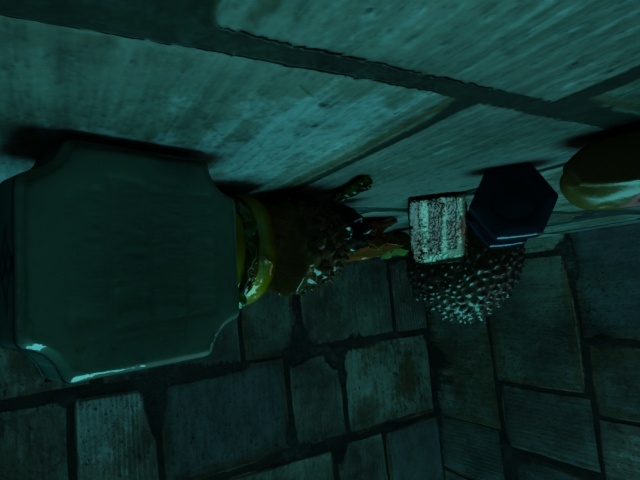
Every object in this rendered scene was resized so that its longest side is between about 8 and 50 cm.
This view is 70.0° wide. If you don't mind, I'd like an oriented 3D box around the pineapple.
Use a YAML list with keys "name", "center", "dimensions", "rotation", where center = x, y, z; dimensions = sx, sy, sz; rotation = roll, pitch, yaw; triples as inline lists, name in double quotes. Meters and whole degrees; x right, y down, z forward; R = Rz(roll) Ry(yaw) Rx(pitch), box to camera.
- name: "pineapple"
  center: [0.000, -0.002, 1.036]
  dimensions: [0.223, 0.222, 0.357]
  rotation: [-9, -178, 35]

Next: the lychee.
- name: "lychee"
  center: [0.497, 0.095, 1.605]
  dimensions: [0.432, 0.380, 0.380]
  rotation: [-38, 158, 26]

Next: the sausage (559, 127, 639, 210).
- name: "sausage"
  center: [0.491, -0.111, 0.689]
  dimensions: [0.241, 0.120, 0.136]
  rotation: [-9, 162, 40]

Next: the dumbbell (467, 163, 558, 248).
- name: "dumbbell"
  center: [0.404, -0.061, 0.993]
  dimensions: [0.144, 0.160, 0.325]
  rotation: [-39, 166, 10]

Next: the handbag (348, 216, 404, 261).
- name: "handbag"
  center: [0.021, 0.026, 1.462]
  dimensions: [0.411, 0.116, 0.303]
  rotation: [-12, 174, -19]

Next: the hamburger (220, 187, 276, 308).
- name: "hamburger"
  center: [-0.203, 0.018, 0.846]
  dimensions: [0.170, 0.245, 0.246]
  rotation: [3, 170, -43]

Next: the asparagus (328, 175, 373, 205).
- name: "asparagus"
  center: [0.053, -0.095, 0.908]
  dimensions: [0.036, 0.030, 0.165]
  rotation: [-29, -177, -26]

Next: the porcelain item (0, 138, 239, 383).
- name: "porcelain item"
  center: [-0.260, 0.029, 0.602]
  dimensions: [0.157, 0.285, 0.282]
  rotation: [-7, 176, 44]

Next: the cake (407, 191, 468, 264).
- name: "cake"
  center: [0.312, -0.077, 1.224]
  dimensions: [0.159, 0.159, 0.262]
  rotation: [-6, 140, 11]

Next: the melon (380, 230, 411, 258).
- name: "melon"
  center: [0.293, 0.019, 1.839]
  dimensions: [0.064, 0.117, 0.209]
  rotation: [10, 158, -13]
